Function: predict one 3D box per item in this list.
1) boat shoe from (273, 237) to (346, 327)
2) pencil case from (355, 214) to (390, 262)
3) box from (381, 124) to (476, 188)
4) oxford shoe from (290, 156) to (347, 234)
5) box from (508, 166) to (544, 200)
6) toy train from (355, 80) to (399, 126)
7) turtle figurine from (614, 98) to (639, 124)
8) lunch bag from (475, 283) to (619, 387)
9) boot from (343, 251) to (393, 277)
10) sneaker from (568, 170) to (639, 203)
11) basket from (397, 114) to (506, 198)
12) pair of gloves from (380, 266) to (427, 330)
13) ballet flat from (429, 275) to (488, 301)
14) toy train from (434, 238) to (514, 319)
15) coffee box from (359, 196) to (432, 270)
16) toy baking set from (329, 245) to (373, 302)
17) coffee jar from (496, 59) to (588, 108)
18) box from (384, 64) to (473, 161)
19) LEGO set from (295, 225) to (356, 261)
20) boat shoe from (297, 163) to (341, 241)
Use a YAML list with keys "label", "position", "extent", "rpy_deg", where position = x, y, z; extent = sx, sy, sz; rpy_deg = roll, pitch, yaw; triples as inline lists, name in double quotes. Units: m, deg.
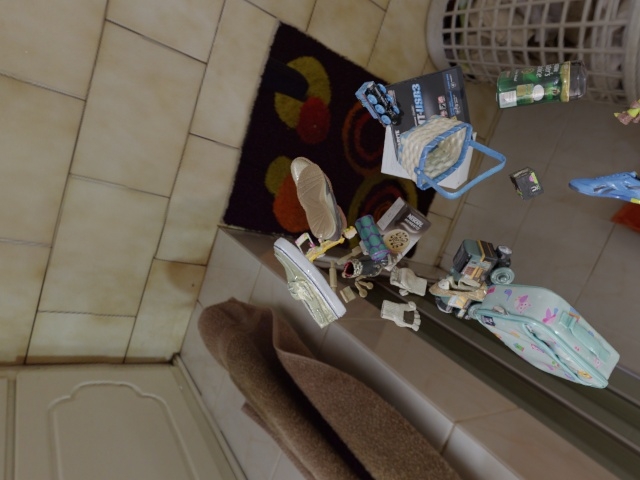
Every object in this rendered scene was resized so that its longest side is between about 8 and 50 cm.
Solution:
- label: "boat shoe"
  position: [-0.039, 0.124, 1.138]
  extent: [0.094, 0.109, 0.302]
  rpy_deg: [-42, 113, -11]
- label: "pencil case"
  position: [0.167, -0.009, 1.340]
  extent: [0.070, 0.152, 0.064]
  rpy_deg: [3, 141, -37]
- label: "box"
  position: [0.463, -0.380, 1.809]
  extent: [0.168, 0.345, 0.215]
  rpy_deg: [-31, 133, -50]
- label: "oxford shoe"
  position: [-0.021, -0.194, 1.815]
  extent: [0.140, 0.397, 0.146]
  rpy_deg: [-35, 173, 24]
- label: "box"
  position: [0.524, -0.146, 1.063]
  extent: [0.052, 0.083, 0.062]
  rpy_deg: [-25, 100, 19]
- label: "toy train"
  position: [0.216, -0.506, 1.548]
  extent: [0.080, 0.105, 0.184]
  rpy_deg: [-51, 123, -9]
- label: "turtle figurine"
  position: [1.080, -0.481, 1.343]
  extent: [0.269, 0.087, 0.217]
  rpy_deg: [-31, 157, -35]
- label: "lunch bag"
  position: [0.507, 0.212, 0.945]
  extent: [0.279, 0.224, 0.108]
  rpy_deg: [38, 80, -14]
- label: "boot"
  position: [0.164, 0.106, 1.659]
  extent: [0.178, 0.236, 0.085]
  rpy_deg: [-12, 77, -23]
- label: "sneaker"
  position: [0.787, -0.156, 1.116]
  extent: [0.069, 0.209, 0.082]
  rpy_deg: [-31, 127, -40]
- label: "basket"
  position: [0.417, -0.272, 1.367]
  extent: [0.254, 0.289, 0.201]
  rpy_deg: [-29, 139, -18]
- label: "pair of gloves"
  position: [0.357, 0.236, 1.732]
  extent: [0.204, 0.042, 0.240]
  rpy_deg: [29, 69, -27]
- label: "ballet flat"
  position: [0.448, 0.148, 1.357]
  extent: [0.073, 0.206, 0.067]
  rpy_deg: [-45, 124, -41]
- label: "toy train"
  position: [0.542, 0.144, 1.487]
  extent: [0.190, 0.142, 0.334]
  rpy_deg: [15, 126, -1]
- label: "coffee box"
  position: [0.344, -0.029, 1.932]
  extent: [0.168, 0.119, 0.297]
  rpy_deg: [32, 109, -20]
- label: "toy baking set"
  position: [0.131, 0.150, 1.851]
  extent: [0.196, 0.030, 0.256]
  rpy_deg: [0, 69, -18]
- label: "coffee jar"
  position: [0.510, -0.359, 0.963]
  extent: [0.096, 0.184, 0.079]
  rpy_deg: [-57, 138, -43]
- label: "box"
  position: [0.412, -0.478, 1.598]
  extent: [0.073, 0.293, 0.296]
  rpy_deg: [-31, 111, -70]
- label: "LEGO set"
  position: [0.000, 0.000, 1.704]
  extent: [0.287, 0.107, 0.132]
  rpy_deg: [-35, 166, 22]
- label: "boat shoe"
  position: [0.000, -0.117, 1.328]
  extent: [0.102, 0.285, 0.092]
  rpy_deg: [-29, 146, 18]
